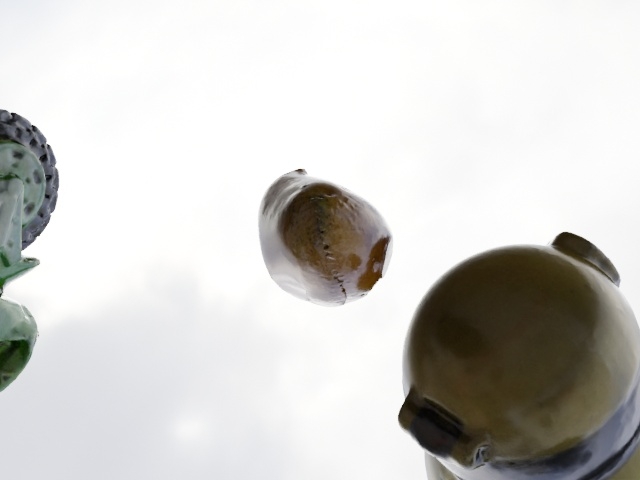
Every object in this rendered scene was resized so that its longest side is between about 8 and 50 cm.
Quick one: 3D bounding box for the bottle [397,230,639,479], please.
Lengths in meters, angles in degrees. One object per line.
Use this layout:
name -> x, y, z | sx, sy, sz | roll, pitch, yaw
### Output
bottle -> 0.152, 0.137, 1.030 | 0.171, 0.351, 0.172 | -10, -129, 13

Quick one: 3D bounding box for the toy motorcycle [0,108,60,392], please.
toy motorcycle -> -0.159, 0.025, 0.527 | 0.190, 0.106, 0.074 | -22, -161, -37

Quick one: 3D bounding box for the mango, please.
mango -> 0.000, 0.000, 0.870 | 0.063, 0.077, 0.127 | -49, -176, -6
